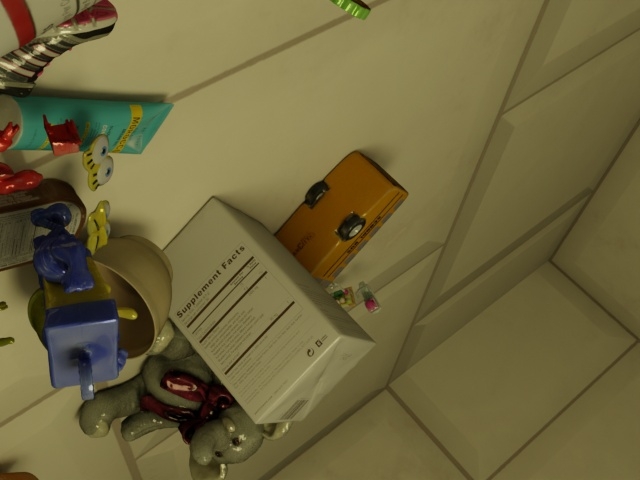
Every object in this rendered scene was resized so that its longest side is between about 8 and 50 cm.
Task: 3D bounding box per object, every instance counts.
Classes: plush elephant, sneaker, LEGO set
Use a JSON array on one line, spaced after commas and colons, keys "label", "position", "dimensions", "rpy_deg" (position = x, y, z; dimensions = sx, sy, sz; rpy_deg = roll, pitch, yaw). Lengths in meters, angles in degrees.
[{"label": "plush elephant", "position": [-0.209, 0.304, 1.297], "dimensions": [0.272, 0.255, 0.330], "rpy_deg": [-50, 156, 14]}, {"label": "sneaker", "position": [-0.262, -0.170, 0.648], "dimensions": [0.170, 0.063, 0.074], "rpy_deg": [-27, 152, -24]}, {"label": "LEGO set", "position": [-0.017, 0.173, 1.571], "dimensions": [0.287, 0.132, 0.107], "rpy_deg": [-39, 149, 5]}]

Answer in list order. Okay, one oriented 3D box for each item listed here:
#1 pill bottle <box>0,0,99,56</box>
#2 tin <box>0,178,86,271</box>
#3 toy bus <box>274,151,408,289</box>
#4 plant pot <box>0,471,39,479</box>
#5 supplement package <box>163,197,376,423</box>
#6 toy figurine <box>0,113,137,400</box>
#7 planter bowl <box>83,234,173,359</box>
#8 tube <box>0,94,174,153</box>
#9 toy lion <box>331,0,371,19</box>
[{"label": "pill bottle", "position": [-0.181, -0.252, 0.424], "dimensions": [0.408, 0.229, 0.229], "rpy_deg": [-37, 156, -16]}, {"label": "tin", "position": [-0.350, -0.012, 0.810], "dimensions": [0.190, 0.040, 0.106], "rpy_deg": [-19, 143, -44]}, {"label": "toy bus", "position": [0.000, 0.000, 1.309], "dimensions": [0.332, 0.108, 0.130], "rpy_deg": [-49, 158, 11]}, {"label": "plant pot", "position": [-0.552, 0.468, 1.126], "dimensions": [0.188, 0.205, 0.205], "rpy_deg": [16, 119, -47]}, {"label": "supplement package", "position": [-0.094, 0.108, 1.100], "dimensions": [0.175, 0.293, 0.177], "rpy_deg": [-47, 157, 6]}, {"label": "toy figurine", "position": [-0.277, 0.085, 0.727], "dimensions": [0.191, 0.217, 0.362], "rpy_deg": [-12, 142, -27]}, {"label": "planter bowl", "position": [-0.261, 0.059, 0.953], "dimensions": [0.162, 0.162, 0.109], "rpy_deg": [-63, 178, 39]}, {"label": "tube", "position": [-0.248, -0.122, 0.778], "dimensions": [0.080, 0.052, 0.207], "rpy_deg": [-43, 164, 28]}, {"label": "toy lion", "position": [0.011, -0.290, 0.841], "dimensions": [0.100, 0.096, 0.034], "rpy_deg": [-3, 135, -56]}]
